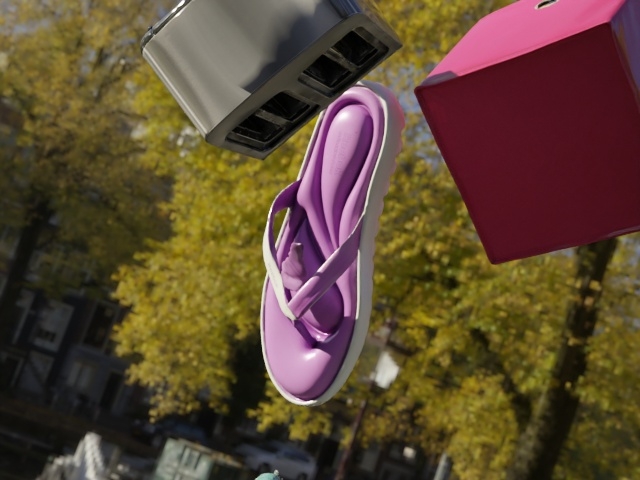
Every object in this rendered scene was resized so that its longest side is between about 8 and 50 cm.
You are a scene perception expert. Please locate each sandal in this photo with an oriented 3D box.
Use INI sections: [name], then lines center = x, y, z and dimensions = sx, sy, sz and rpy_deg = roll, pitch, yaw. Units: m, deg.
[sandal]
center = -0.012, -0.002, 1.328
dimensions = 0.169, 0.416, 0.102
rpy_deg = 12, 1, 41

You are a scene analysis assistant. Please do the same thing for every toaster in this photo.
[toaster]
center = -0.038, -0.163, 0.867
dimensions = 0.110, 0.168, 0.186
rpy_deg = 55, 13, 13

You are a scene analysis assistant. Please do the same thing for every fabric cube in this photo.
[fabric cube]
center = 0.309, -0.161, 1.326
dimensions = 0.254, 0.258, 0.259
rpy_deg = -14, -70, 34

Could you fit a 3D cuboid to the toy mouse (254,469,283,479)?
[toy mouse]
center = -0.057, 0.382, 1.530
dimensions = 0.143, 0.031, 0.161
rpy_deg = 39, 23, -37
